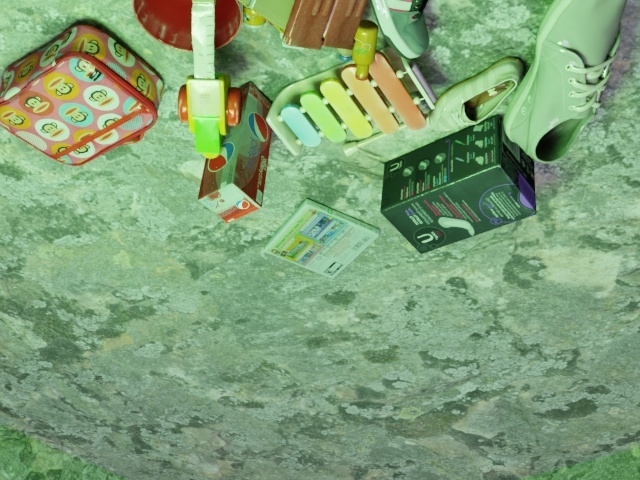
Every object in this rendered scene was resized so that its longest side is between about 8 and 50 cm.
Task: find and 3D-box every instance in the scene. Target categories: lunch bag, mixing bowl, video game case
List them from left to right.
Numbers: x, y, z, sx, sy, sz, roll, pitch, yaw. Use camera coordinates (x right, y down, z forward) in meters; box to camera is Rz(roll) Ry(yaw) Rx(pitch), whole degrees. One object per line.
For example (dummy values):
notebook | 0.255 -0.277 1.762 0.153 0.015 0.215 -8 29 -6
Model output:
lunch bag | -0.451 -0.262 1.729 0.293 0.120 0.258 -21 139 32
mixing bowl | -0.216 -0.415 1.504 0.181 0.098 0.181 3 148 2
video game case | 0.000 0.000 2.076 0.193 0.023 0.212 22 140 -21

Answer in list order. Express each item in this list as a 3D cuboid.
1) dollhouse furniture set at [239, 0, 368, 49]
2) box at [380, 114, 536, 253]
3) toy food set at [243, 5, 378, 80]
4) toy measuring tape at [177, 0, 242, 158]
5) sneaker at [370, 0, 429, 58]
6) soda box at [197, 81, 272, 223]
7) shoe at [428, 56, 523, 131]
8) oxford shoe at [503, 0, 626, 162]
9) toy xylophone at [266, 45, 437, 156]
dollhouse furniture set | 0.001 -0.487 1.317 0.152 0.201 0.374 -12 135 -46
box | 0.276 -0.107 1.805 0.270 0.143 0.165 -21 133 30
toy food set | -0.015 -0.355 1.542 0.232 0.111 0.105 9 135 5
toy measuring tape | -0.191 -0.289 1.547 0.121 0.121 0.330 4 129 1
sneaker | 0.173 -0.425 1.439 0.178 0.124 0.296 -3 141 26
soda box | -0.154 -0.166 1.685 0.092 0.263 0.083 -22 135 32
shoe | 0.285 -0.261 1.676 0.076 0.058 0.219 30 136 -28
oxford shoe | 0.437 -0.293 1.522 0.169 0.130 0.449 -19 150 -20
toy xylophone | 0.074 -0.247 1.702 0.322 0.081 0.236 -23 135 32
